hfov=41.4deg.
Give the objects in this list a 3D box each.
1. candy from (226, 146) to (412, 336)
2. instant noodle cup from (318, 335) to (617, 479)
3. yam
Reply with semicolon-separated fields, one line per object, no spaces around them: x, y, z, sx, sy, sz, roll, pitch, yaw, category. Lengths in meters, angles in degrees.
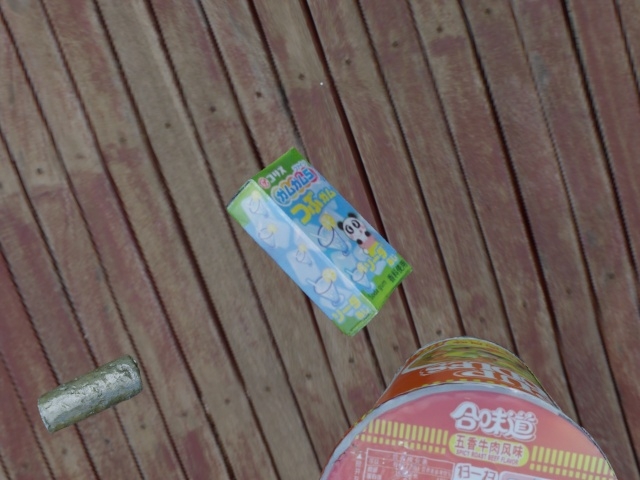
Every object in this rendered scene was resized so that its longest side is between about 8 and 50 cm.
0.000;0.000;0.916;0.194;0.097;0.062;46;133;1;candy
0.103;0.159;0.597;0.193;0.212;0.193;1;99;9;instant noodle cup
-0.391;0.262;1.442;0.179;0.078;0.078;-25;101;-26;yam
